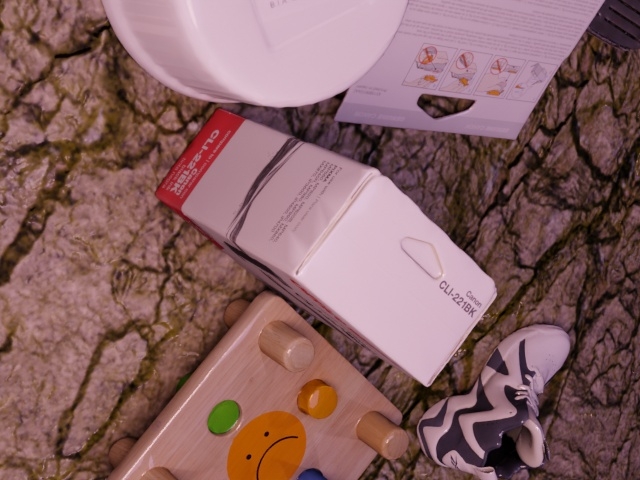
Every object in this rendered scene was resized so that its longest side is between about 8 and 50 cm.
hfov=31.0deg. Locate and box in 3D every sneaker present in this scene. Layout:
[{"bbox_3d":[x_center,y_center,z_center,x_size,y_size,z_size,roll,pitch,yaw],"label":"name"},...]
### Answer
[{"bbox_3d":[0.243,0.201,1.366,0.235,0.153,0.094,-31,122,-21],"label":"sneaker"}]

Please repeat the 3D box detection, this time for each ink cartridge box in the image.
[{"bbox_3d":[0.158,-0.226,1.218,0.275,0.060,0.239,2,132,-36],"label":"ink cartridge box"},{"bbox_3d":[0.000,0.000,1.063,0.197,0.273,0.114,41,81,-35],"label":"ink cartridge box"}]

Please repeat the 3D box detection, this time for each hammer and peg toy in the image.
[{"bbox_3d":[-0.090,0.259,1.182,0.361,0.127,0.266,-51,128,-9],"label":"hammer and peg toy"}]

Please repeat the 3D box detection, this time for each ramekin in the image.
[{"bbox_3d":[-0.048,-0.250,1.035,0.277,0.135,0.277,-11,112,-30],"label":"ramekin"}]

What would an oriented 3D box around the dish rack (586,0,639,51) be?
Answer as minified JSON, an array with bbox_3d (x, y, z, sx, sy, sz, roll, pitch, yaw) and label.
[{"bbox_3d":[0.379,-0.358,1.321,0.208,0.074,0.272,21,94,-35],"label":"dish rack"}]
